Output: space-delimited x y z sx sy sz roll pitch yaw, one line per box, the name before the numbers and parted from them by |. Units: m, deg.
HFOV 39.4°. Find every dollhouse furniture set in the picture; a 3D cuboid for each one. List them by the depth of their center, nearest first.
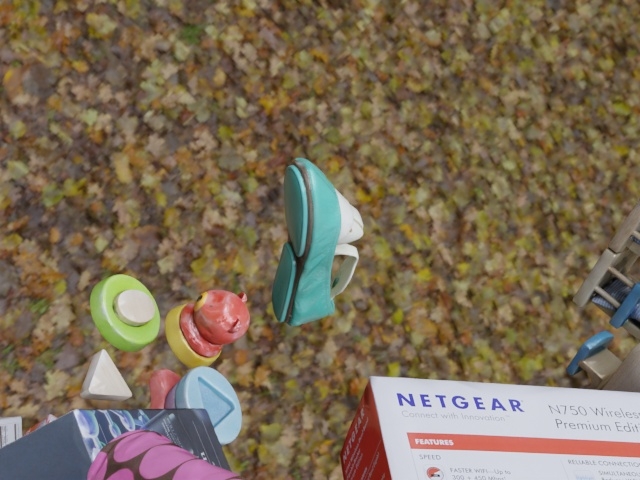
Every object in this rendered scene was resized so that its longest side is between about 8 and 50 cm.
dollhouse furniture set | 0.268 0.047 0.714 0.183 0.129 0.129 -13 47 -45

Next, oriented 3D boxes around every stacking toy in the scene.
stacking toy | -0.230 0.177 1.444 0.279 0.130 0.309 38 35 -37

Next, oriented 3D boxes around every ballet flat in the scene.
ballet flat | 0.000 0.000 0.954 0.087 0.247 0.083 -9 51 -16

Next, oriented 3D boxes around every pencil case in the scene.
pencil case | -0.098 0.210 0.676 0.098 0.209 0.095 38 74 -32

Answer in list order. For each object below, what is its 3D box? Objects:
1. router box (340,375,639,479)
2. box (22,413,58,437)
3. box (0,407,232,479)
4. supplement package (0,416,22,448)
router box | 0.199 0.221 0.493 0.335 0.082 0.301 6 37 -13
box | -0.427 0.441 1.576 0.257 0.122 0.128 40 29 -24
box | -0.239 0.378 1.085 0.294 0.212 0.395 64 8 15
supplement package | -0.586 0.414 1.387 0.145 0.204 0.262 10 74 -64
